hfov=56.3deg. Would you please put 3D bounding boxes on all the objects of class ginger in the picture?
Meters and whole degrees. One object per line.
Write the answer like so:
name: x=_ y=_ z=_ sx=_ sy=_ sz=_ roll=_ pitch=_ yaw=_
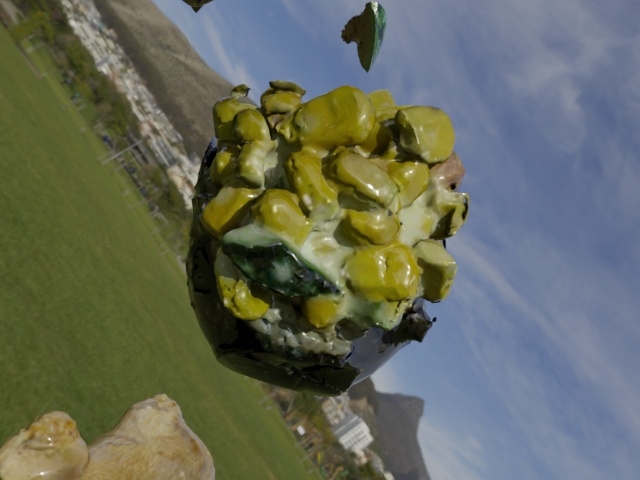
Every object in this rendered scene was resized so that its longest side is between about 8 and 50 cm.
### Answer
ginger: x=-0.229 y=0.260 z=0.621 sx=0.130 sy=0.275 sz=0.221 roll=-15 pitch=-69 yaw=34

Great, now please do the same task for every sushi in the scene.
sushi: x=0.000 y=0.000 z=0.688 sx=0.328 sy=0.328 sz=0.285 roll=19 pitch=-17 yaw=-7

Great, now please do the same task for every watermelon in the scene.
watermelon: x=0.088 y=-0.380 z=1.116 sx=0.155 sy=0.080 sz=0.101 roll=139 pitch=-40 yaw=-64

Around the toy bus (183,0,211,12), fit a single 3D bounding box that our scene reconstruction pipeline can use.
toy bus: x=-0.217 y=-0.445 z=0.784 sx=0.290 sy=0.139 sz=0.157 roll=33 pitch=-39 yaw=-25
